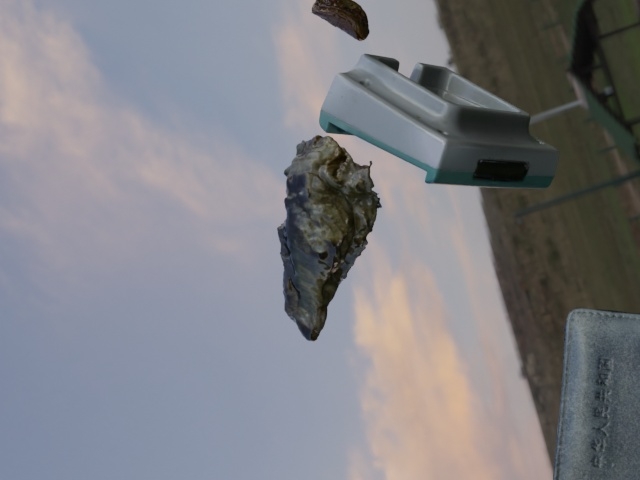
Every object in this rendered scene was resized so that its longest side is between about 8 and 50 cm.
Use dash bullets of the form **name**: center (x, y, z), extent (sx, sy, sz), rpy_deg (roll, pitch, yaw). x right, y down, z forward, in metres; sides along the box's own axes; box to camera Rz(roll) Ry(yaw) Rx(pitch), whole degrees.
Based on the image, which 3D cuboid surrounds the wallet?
- **wallet**: center (0.336, 0.182, 1.128), extent (0.036, 0.167, 0.222), rpy_deg (47, -130, -66)

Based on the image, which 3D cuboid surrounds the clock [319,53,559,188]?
- **clock**: center (0.169, -0.160, 1.430), extent (0.262, 0.231, 0.116), rpy_deg (-2, -64, -44)

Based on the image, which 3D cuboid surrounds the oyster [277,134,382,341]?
- **oyster**: center (-0.005, -0.003, 1.717), extent (0.198, 0.133, 0.337), rpy_deg (-129, 37, -51)

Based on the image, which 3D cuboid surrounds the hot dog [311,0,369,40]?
- **hot dog**: center (0.030, -0.297, 1.391), extent (0.083, 0.035, 0.058), rpy_deg (28, -147, -14)
